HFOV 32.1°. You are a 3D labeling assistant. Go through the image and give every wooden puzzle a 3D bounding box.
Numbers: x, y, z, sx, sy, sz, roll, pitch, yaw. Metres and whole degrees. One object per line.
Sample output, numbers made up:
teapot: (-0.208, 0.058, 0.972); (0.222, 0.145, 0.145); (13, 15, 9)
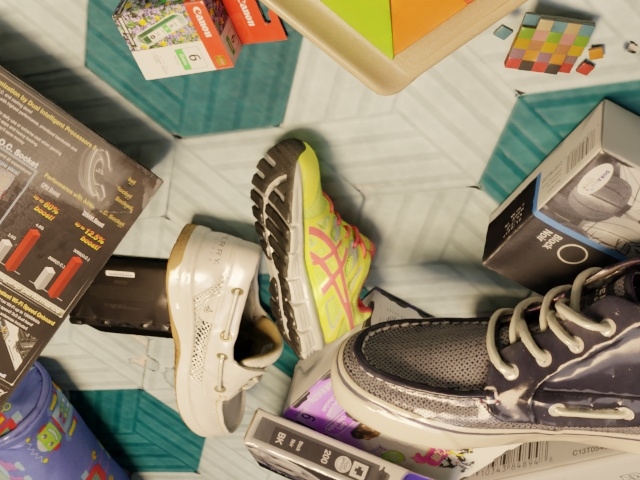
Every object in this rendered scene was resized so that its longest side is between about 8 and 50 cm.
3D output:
wooden puzzle: (0.159, -0.135, 0.770); (0.083, 0.006, 0.049); (6, 144, -9)
wooden puzzle: (0.044, -0.210, 0.710); (0.221, 0.044, 0.239); (36, 136, -21)

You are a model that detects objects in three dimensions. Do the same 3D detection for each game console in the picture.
game console: (-0.184, 0.059, 1.116); (0.122, 0.071, 0.107); (3, 108, 14)

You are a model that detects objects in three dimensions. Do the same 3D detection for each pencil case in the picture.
pencil case: (-0.314, 0.268, 1.314); (0.133, 0.119, 0.306); (16, 145, 33)

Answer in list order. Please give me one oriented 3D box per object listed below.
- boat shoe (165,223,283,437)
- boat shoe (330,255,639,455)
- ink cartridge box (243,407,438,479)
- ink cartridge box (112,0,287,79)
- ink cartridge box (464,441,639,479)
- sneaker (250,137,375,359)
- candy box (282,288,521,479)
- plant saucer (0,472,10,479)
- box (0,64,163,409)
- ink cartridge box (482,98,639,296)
boat shoe: (-0.084, 0.103, 1.066); (0.096, 0.098, 0.277); (9, 138, 10)
boat shoe: (0.178, 0.075, 0.852); (0.341, 0.127, 0.158); (4, 133, 5)
ink cartridge box: (0.029, 0.244, 1.152); (0.208, 0.045, 0.206); (20, 163, 8)
ink cartridge box: (-0.089, -0.158, 0.825); (0.115, 0.029, 0.063); (-4, 135, 23)
ink cartridge box: (0.368, 0.280, 1.140); (0.324, 0.071, 0.330); (-23, 129, 36)
sneaker: (0.000, 0.000, 0.950); (0.094, 0.081, 0.208); (-18, 128, -16)
candy box: (0.089, 0.152, 1.084); (0.196, 0.070, 0.165); (27, 139, -12)
plant saucer: (-0.452, 0.262, 1.415); (0.195, 0.037, 0.195); (10, 140, 9)
box: (-0.321, -0.041, 0.886); (0.307, 0.242, 0.076); (35, 179, -21)
ink cartridge box: (0.312, 0.028, 0.878); (0.333, 0.065, 0.165); (25, 138, -11)
